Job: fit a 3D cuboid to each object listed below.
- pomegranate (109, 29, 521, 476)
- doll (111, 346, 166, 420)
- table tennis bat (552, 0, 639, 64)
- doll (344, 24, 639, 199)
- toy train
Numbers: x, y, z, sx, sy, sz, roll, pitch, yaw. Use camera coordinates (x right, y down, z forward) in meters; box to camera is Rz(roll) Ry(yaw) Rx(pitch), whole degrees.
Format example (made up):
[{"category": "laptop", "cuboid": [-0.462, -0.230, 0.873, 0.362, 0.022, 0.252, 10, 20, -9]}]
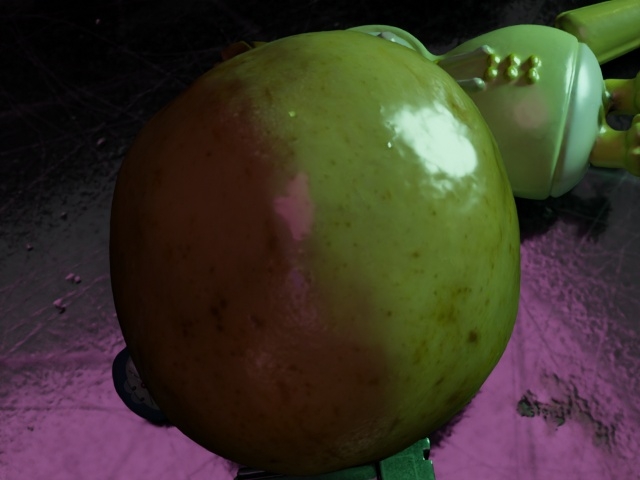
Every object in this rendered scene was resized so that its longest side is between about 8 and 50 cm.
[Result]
[{"category": "pomegranate", "cuboid": [0.000, 0.015, 0.708, 0.307, 0.307, 0.307, -1, 73, 2]}, {"category": "doll", "cuboid": [-0.113, 0.100, 0.814, 0.083, 0.050, 0.076, -32, 87, -9]}, {"category": "table tennis bat", "cuboid": [0.344, -0.210, 0.904, 0.321, 0.050, 0.198, -19, 75, -9]}, {"category": "doll", "cuboid": [0.110, -0.110, 0.837, 0.296, 0.117, 0.141, 11, 70, 5]}, {"category": "toy train", "cuboid": [0.008, 0.196, 0.773, 0.170, 0.071, 0.111, -8, 63, 0]}]
